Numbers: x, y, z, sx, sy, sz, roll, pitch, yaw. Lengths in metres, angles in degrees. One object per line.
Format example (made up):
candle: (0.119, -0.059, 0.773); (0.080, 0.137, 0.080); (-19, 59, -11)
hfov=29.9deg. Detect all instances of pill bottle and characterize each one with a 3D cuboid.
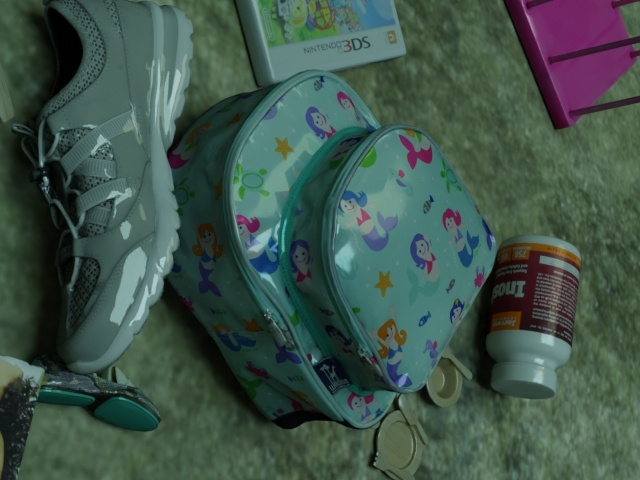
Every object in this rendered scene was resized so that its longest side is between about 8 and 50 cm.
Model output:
pill bottle: (0.212, 0.077, 1.204); (0.086, 0.086, 0.152); (30, 62, -40)

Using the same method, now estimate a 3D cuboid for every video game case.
video game case: (-0.011, -0.255, 1.074); (0.193, 0.023, 0.212); (-20, 98, -47)

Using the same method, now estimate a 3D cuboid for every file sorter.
file sorter: (0.329, -0.310, 1.328); (0.202, 0.182, 0.290); (-41, 112, -43)

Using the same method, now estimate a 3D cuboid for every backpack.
backpack: (0.000, 0.000, 0.932); (0.253, 0.191, 0.225); (52, 50, -20)

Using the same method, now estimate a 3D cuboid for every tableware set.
tableware set: (0.075, 0.129, 1.099); (0.141, 0.020, 0.168); (52, 49, -27)

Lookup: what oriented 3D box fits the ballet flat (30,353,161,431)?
ballet flat: (-0.157, 0.103, 0.846); (0.114, 0.041, 0.041); (26, 65, -42)

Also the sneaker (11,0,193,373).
sneaker: (-0.166, -0.045, 0.837); (0.115, 0.105, 0.281); (14, 65, -29)

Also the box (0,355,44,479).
box: (-0.242, 0.178, 0.726); (0.087, 0.058, 0.232); (26, 65, -41)

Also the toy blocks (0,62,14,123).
toy blocks: (-0.288, -0.025, 0.629); (0.381, 0.191, 0.260); (-48, 135, -52)
